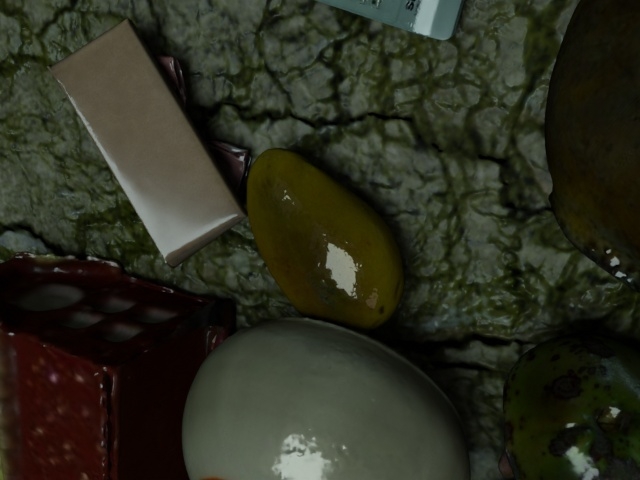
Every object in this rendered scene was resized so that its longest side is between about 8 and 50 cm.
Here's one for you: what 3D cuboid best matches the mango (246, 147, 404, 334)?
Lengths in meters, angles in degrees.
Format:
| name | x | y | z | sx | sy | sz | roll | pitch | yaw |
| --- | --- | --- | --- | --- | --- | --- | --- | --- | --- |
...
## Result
| name | x | y | z | sx | sy | sz | roll | pitch | yaw |
| --- | --- | --- | --- | --- | --- | --- | --- | --- | --- |
| mango | 0.000 | 0.000 | 0.631 | 0.103 | 0.076 | 0.161 | -37 | 88 | 38 |

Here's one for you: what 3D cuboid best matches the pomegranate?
| name | x | y | z | sx | sy | sz | roll | pitch | yaw |
| --- | --- | --- | --- | --- | --- | --- | --- | --- | --- |
| pomegranate | 0.172 | 0.138 | 0.566 | 0.163 | 0.126 | 0.138 | -32 | 60 | 39 |

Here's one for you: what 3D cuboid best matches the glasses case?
| name | x | y | z | sx | sy | sz | roll | pitch | yaw |
| --- | --- | --- | --- | --- | --- | --- | --- | --- | --- |
| glasses case | -0.126 | -0.087 | 0.676 | 0.103 | 0.070 | 0.193 | -32 | 91 | 4 |

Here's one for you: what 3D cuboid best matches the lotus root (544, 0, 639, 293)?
| name | x | y | z | sx | sy | sz | roll | pitch | yaw |
| --- | --- | --- | --- | --- | --- | --- | --- | --- | --- |
| lotus root | 0.239 | -0.073 | 0.448 | 0.267 | 0.149 | 0.260 | 49 | 121 | 7 |

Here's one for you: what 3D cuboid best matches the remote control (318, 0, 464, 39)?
| name | x | y | z | sx | sy | sz | roll | pitch | yaw |
| --- | --- | --- | --- | --- | --- | --- | --- | --- | --- |
| remote control | 0.027 | -0.192 | 0.575 | 0.162 | 0.029 | 0.061 | 26 | 116 | 22 |

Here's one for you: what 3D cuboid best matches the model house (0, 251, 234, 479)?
| name | x | y | z | sx | sy | sz | roll | pitch | yaw |
| --- | --- | --- | --- | --- | --- | --- | --- | --- | --- |
| model house | -0.225 | 0.126 | 0.740 | 0.254 | 0.160 | 0.195 | 14 | 115 | 23 |

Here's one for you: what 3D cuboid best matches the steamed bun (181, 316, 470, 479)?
| name | x | y | z | sx | sy | sz | roll | pitch | yaw |
| --- | --- | --- | --- | --- | --- | --- | --- | --- | --- |
| steamed bun | -0.007 | 0.177 | 0.623 | 0.232 | 0.145 | 0.231 | 17 | 139 | 16 |
